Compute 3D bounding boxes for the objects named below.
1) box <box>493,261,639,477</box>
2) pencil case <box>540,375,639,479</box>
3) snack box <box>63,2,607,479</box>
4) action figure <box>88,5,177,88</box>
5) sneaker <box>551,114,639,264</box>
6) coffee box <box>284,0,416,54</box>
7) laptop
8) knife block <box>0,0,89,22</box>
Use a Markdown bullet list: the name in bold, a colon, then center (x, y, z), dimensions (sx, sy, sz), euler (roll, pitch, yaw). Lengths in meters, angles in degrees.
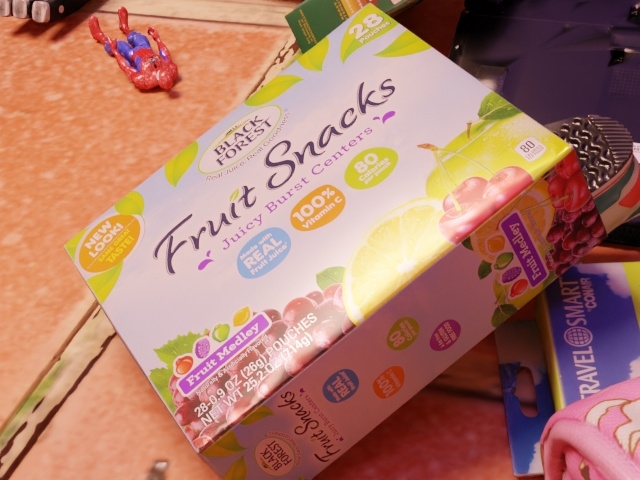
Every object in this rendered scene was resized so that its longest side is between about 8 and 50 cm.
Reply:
- **box**: center (0.173, 0.055, 0.579), dimensions (0.178, 0.042, 0.109), euler (-3, 37, 4)
- **pencil case**: center (0.273, 0.081, 0.436), dimensions (0.386, 0.160, 0.167), euler (-17, 79, -13)
- **snack box**: center (0.000, 0.000, 0.604), dimensions (0.207, 0.070, 0.174), euler (-38, 43, -5)
- **action figure**: center (-0.130, -0.134, 0.887), dimensions (0.038, 0.030, 0.115), euler (-19, 41, -23)
- **sneaker**: center (0.100, 0.007, 0.646), dimensions (0.161, 0.075, 0.057), euler (-35, 47, 8)
- **coffee box**: center (0.063, -0.178, 0.821), dimensions (0.113, 0.040, 0.184), euler (-32, 7, -27)
- **laptop**: center (0.207, -0.088, 0.782), dimensions (0.234, 0.136, 0.264), euler (8, 66, 20)
- **knife block**: center (-0.163, -0.269, 1.017), dimensions (0.275, 0.088, 0.242), euler (-16, 39, -11)
